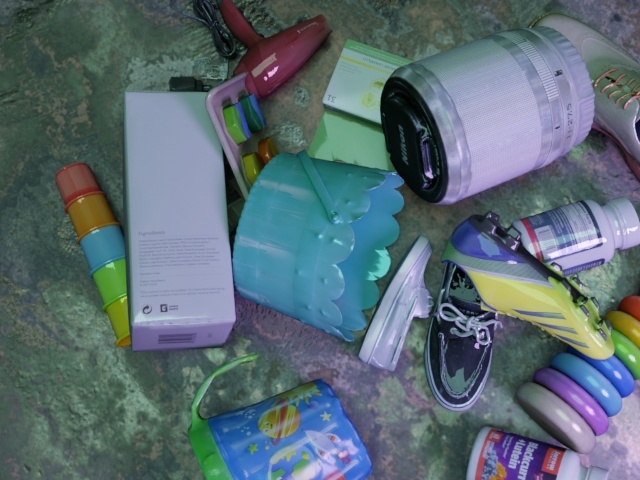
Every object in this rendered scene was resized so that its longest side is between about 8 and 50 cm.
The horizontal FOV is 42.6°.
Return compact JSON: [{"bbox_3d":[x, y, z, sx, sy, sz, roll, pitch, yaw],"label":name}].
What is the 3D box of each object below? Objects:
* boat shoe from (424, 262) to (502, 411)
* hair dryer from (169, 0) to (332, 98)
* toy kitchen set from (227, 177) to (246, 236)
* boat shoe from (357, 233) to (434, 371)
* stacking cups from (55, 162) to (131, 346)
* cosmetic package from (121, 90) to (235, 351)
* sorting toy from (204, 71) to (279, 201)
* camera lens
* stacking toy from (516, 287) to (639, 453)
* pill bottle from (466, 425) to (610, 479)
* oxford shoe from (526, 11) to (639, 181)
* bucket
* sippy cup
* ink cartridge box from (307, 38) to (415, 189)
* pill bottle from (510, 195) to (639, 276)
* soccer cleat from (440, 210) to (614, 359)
[{"bbox_3d":[0.234,0.118,1.298,0.113,0.105,0.306,14,84,7],"label":"boat shoe"},{"bbox_3d":[-0.126,-0.351,1.407,0.293,0.080,0.224,1,82,5],"label":"hair dryer"},{"bbox_3d":[-0.141,-0.061,1.396,0.083,0.075,0.068,-34,82,-40],"label":"toy kitchen set"},{"bbox_3d":[0.139,0.104,1.329,0.081,0.079,0.228,25,92,1],"label":"boat shoe"},{"bbox_3d":[-0.357,0.018,1.387,0.096,0.096,0.316,-26,76,2],"label":"stacking cups"},{"bbox_3d":[-0.228,-0.027,1.274,0.155,0.197,0.366,-1,72,-13],"label":"cosmetic package"},{"bbox_3d":[-0.110,-0.153,1.293,0.038,0.193,0.208,-13,106,15],"label":"sorting toy"},{"bbox_3d":[0.244,-0.192,1.256,0.274,0.219,0.219,-22,81,-15],"label":"camera lens"},{"bbox_3d":[0.457,0.164,1.268,0.141,0.141,0.330,42,82,9],"label":"stacking toy"},{"bbox_3d":[0.326,0.356,1.232,0.193,0.108,0.108,11,84,25],"label":"pill bottle"},{"bbox_3d":[0.483,-0.230,1.296,0.140,0.146,0.397,-44,79,1],"label":"oxford shoe"},{"bbox_3d":[0.000,0.000,1.257,0.183,0.281,0.281,17,85,16],"label":"bucket"},{"bbox_3d":[-0.051,0.333,1.251,0.224,0.240,0.306,-29,120,-9],"label":"sippy cup"},{"bbox_3d":[0.081,-0.199,1.381,0.171,0.056,0.235,21,83,7],"label":"ink cartridge box"},{"bbox_3d":[0.402,-0.005,1.296,0.180,0.108,0.108,-17,81,3],"label":"pill bottle"},{"bbox_3d":[0.307,0.081,1.221,0.289,0.093,0.121,42,115,6],"label":"soccer cleat"}]
